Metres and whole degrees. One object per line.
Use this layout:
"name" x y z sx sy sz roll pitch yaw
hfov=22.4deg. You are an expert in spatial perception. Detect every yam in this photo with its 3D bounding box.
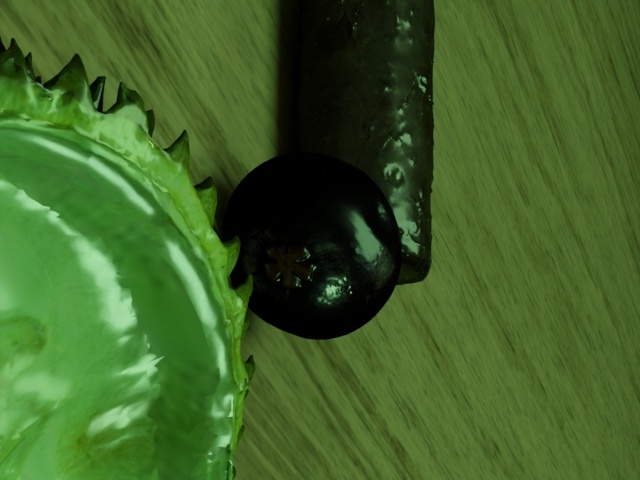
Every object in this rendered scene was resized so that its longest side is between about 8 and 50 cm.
"yam" 0.036 -0.106 1.329 0.131 0.131 0.279 44 43 -60

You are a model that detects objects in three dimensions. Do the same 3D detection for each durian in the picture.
"durian" -0.130 0.067 0.750 0.198 0.163 0.394 -54 139 -60

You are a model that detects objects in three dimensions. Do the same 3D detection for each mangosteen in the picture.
"mangosteen" 0.000 0.000 1.165 0.151 0.137 0.137 -31 112 -64
